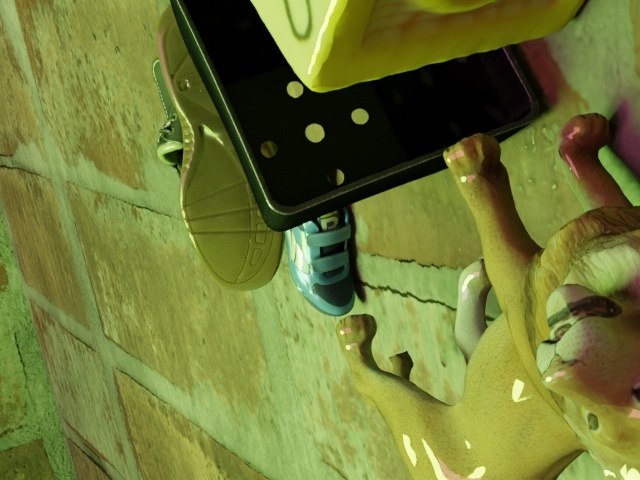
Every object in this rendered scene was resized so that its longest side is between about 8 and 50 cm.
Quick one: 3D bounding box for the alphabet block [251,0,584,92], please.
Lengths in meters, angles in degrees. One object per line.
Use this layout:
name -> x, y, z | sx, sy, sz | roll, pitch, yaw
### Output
alphabet block -> 0.047, -0.225, 0.537 | 0.197, 0.193, 0.192 | 59, 152, 22

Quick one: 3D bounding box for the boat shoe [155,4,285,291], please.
boat shoe -> -0.087, -0.094, 0.999 | 0.089, 0.105, 0.285 | -58, -39, -75

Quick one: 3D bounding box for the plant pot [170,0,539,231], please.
plant pot -> 0.009, -0.105, 0.717 | 0.167, 0.187, 0.188 | 115, 132, -71

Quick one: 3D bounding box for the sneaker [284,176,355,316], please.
sneaker -> 0.000, 0.000, 0.925 | 0.059, 0.053, 0.144 | -16, 94, 61

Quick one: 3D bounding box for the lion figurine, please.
lion figurine -> 0.125, 0.086, 0.616 | 0.392, 0.142, 0.240 | 106, 151, -58

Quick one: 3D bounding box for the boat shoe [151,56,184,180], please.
boat shoe -> -0.139, -0.104, 1.096 | 0.223, 0.073, 0.080 | 65, 153, 11
